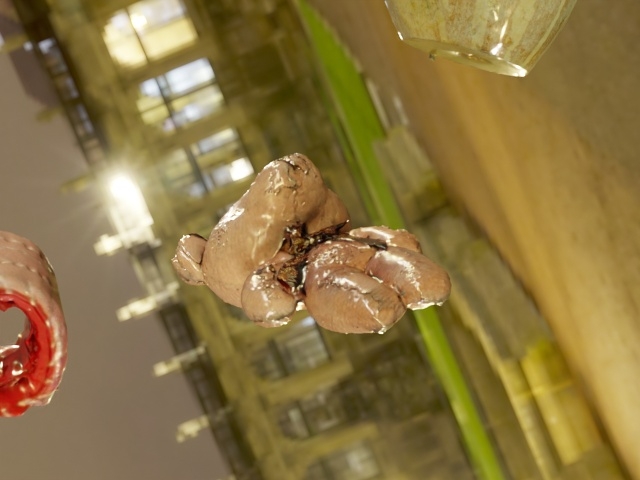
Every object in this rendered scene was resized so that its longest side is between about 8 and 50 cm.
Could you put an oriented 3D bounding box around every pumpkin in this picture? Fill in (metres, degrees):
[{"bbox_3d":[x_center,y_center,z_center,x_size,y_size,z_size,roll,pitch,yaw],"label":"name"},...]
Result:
[{"bbox_3d":[0.154,-0.229,1.534,0.217,0.217,0.110,65,-149,-77],"label":"pumpkin"}]

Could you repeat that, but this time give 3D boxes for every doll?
[{"bbox_3d":[0.000,0.000,1.452,0.303,0.201,0.156,12,116,56],"label":"doll"}]

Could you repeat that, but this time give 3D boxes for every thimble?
[{"bbox_3d":[-0.362,0.090,1.658,0.125,0.163,0.189,-122,22,-57],"label":"thimble"}]
